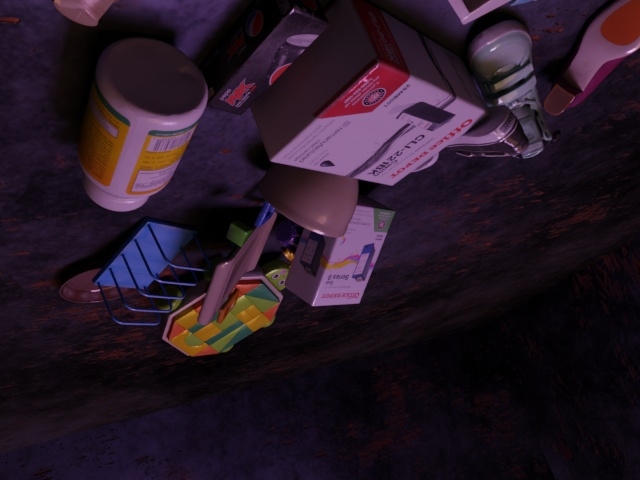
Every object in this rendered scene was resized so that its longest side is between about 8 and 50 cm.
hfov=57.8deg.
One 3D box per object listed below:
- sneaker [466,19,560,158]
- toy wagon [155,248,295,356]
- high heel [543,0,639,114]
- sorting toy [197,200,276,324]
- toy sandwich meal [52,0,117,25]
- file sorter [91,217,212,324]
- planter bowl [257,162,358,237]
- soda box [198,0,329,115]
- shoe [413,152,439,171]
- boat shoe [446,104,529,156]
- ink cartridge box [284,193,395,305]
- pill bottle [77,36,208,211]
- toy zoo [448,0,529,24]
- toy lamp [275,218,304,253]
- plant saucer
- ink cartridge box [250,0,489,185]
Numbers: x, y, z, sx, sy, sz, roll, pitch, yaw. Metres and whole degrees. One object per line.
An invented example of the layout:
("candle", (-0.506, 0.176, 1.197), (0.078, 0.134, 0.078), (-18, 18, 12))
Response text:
("sneaker", (0.300, -0.214, 0.872), (0.094, 0.151, 0.256), (-25, 158, 18))
("toy wagon", (-0.193, 0.137, 1.315), (0.344, 0.068, 0.267), (-31, 143, 3))
("high heel", (0.457, -0.307, 0.924), (0.117, 0.082, 0.244), (-39, 162, -42))
("sorting toy", (-0.167, 0.044, 1.092), (0.196, 0.047, 0.348), (-54, 172, -50))
("toy sandwich meal", (-0.210, -0.236, 0.528), (0.085, 0.029, 0.086), (-17, 159, -7))
("file sorter", (-0.297, 0.061, 1.035), (0.170, 0.105, 0.118), (-43, 151, 20))
("planter bowl", (-0.004, -0.095, 0.919), (0.162, 0.162, 0.109), (6, 121, -49))
("soda box", (-0.071, -0.218, 0.664), (0.060, 0.053, 0.169), (4, 149, -47))
("shoe", (0.133, -0.140, 0.971), (0.177, 0.064, 0.081), (-1, -179, 42))
("boat shoe", (0.230, -0.161, 0.898), (0.070, 0.219, 0.078), (40, 87, -24))
("ink cartridge box", (0.038, 0.016, 1.142), (0.154, 0.093, 0.213), (5, 112, -49))
("pill bottle", (-0.217, -0.123, 0.679), (0.117, 0.118, 0.208), (-6, 155, -33))
("toy zoo", (0.204, -0.346, 0.626), (0.192, 0.030, 0.293), (-30, 158, 24))
("toy lamp", (0.000, 0.000, 1.243), (0.080, 0.080, 0.274), (-30, 160, 25))
("plant saucer", (-0.414, 0.074, 1.117), (0.168, 0.029, 0.168), (-17, 158, -7))
("ink cartridge box", (0.071, -0.185, 0.789), (0.272, 0.114, 0.197), (3, 149, -48))
